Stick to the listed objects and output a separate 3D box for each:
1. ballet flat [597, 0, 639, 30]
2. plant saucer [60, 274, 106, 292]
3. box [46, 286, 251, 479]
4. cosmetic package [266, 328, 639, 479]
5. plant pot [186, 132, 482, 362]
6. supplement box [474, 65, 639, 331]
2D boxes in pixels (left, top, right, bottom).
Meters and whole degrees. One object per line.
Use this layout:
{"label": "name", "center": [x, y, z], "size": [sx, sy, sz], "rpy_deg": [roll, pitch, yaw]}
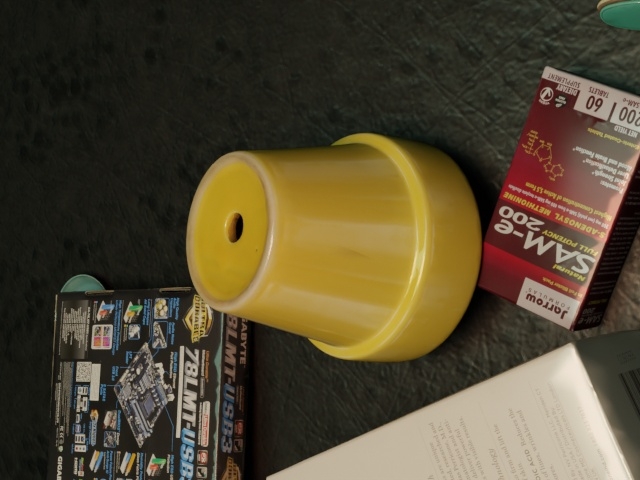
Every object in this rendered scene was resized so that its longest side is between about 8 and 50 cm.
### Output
{"label": "ballet flat", "center": [0.356, -0.236, 1.033], "size": [0.168, 0.057, 0.052], "rpy_deg": [7, 67, 32]}
{"label": "plant saucer", "center": [-0.337, 0.109, 1.547], "size": [0.119, 0.021, 0.119], "rpy_deg": [0, 91, 35]}
{"label": "box", "center": [-0.230, 0.210, 1.405], "size": [0.293, 0.073, 0.295], "rpy_deg": [-4, 80, 30]}
{"label": "cosmetic package", "center": [0.161, 0.231, 1.070], "size": [0.385, 0.217, 0.156], "rpy_deg": [-32, 72, 33]}
{"label": "plant pot", "center": [0.000, 0.000, 1.132], "size": [0.254, 0.239, 0.254], "rpy_deg": [-13, 74, 51]}
{"label": "supplement box", "center": [0.256, -0.043, 1.085], "size": [0.130, 0.073, 0.239], "rpy_deg": [26, 106, 33]}
